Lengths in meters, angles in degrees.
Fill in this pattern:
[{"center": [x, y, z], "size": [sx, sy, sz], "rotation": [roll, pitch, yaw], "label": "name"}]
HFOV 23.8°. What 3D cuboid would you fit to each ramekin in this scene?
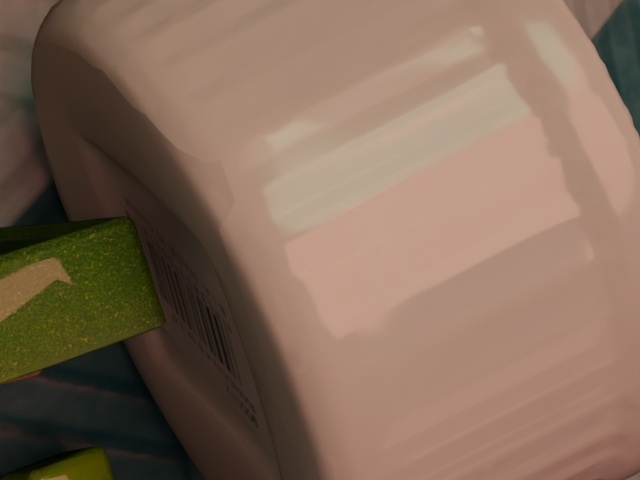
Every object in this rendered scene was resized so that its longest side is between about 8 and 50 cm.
[{"center": [0.000, 0.000, 0.590], "size": [0.135, 0.277, 0.277], "rotation": [-27, 104, -20], "label": "ramekin"}]

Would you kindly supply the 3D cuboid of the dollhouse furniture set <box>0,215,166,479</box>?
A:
[{"center": [-0.201, 0.127, 0.537], "size": [0.302, 0.151, 0.197], "rotation": [-19, 100, -28], "label": "dollhouse furniture set"}]
